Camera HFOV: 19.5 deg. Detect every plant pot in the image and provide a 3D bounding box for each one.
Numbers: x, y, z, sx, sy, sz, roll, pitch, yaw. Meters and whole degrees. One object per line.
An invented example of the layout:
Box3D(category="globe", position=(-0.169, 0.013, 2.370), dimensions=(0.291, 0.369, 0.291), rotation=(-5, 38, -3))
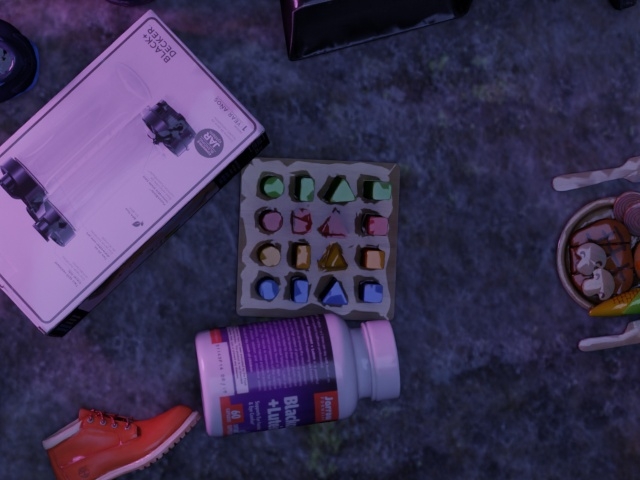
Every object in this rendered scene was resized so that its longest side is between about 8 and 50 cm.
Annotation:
Box3D(category="plant pot", position=(0.039, -0.295, 1.795), dimensions=(0.187, 0.188, 0.167), rotation=(-16, 83, -5))

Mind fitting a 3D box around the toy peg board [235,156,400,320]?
Box3D(category="toy peg board", position=(0.000, 0.000, 1.850), dimensions=(0.161, 0.079, 0.160), rotation=(2, 92, -5))

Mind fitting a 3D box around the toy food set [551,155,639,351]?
Box3D(category="toy food set", position=(0.307, 0.016, 1.900), dimensions=(0.132, 0.038, 0.192), rotation=(-11, 94, -5))

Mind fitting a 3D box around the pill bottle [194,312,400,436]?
Box3D(category="pill bottle", position=(-0.023, 0.130, 1.838), dimensions=(0.194, 0.108, 0.108), rotation=(-8, 93, -5))

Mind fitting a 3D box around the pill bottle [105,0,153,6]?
Box3D(category="pill bottle", position=(-0.183, -0.281, 1.767), dimensions=(0.108, 0.180, 0.108), rotation=(0, 92, -5))

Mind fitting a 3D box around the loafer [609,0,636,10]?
Box3D(category="loafer", position=(0.313, -0.318, 1.876), dimensions=(0.061, 0.062, 0.170), rotation=(-3, 94, -10))

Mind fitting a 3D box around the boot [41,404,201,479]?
Box3D(category="boot", position=(-0.199, 0.193, 1.851), dimensions=(0.158, 0.059, 0.084), rotation=(-29, 90, -3))

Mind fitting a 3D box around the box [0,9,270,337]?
Box3D(category="box", position=(-0.210, -0.063, 1.808), dimensions=(0.290, 0.087, 0.169), rotation=(-44, 85, -3))

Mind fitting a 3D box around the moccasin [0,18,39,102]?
Box3D(category="moccasin", position=(-0.444, -0.184, 1.777), dimensions=(0.342, 0.117, 0.137), rotation=(-6, 93, -5))
